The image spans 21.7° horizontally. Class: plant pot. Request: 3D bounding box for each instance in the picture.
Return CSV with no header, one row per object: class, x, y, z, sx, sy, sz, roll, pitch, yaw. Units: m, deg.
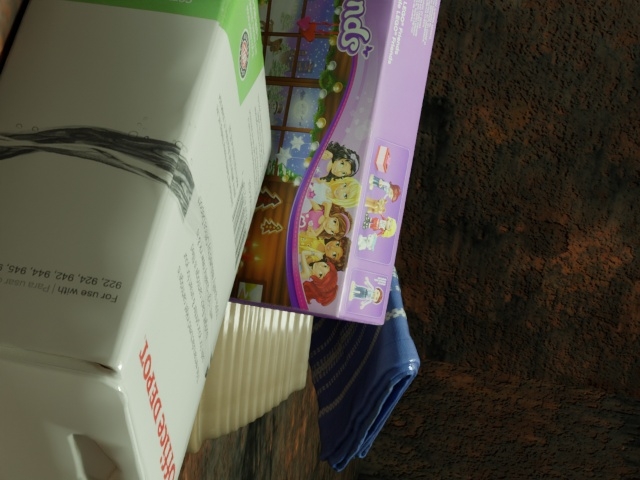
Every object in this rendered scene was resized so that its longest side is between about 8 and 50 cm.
plant pot,-0.059,0.052,1.301,0.237,0.109,0.237,7,90,-89

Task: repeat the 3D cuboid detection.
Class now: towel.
towel,0.000,0.000,1.379,0.243,0.040,0.336,114,-36,-62

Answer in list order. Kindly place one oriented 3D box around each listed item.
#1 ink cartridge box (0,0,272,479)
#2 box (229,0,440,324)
ink cartridge box,-0.114,-0.005,0.913,0.198,0.114,0.273,87,14,-56
box,-0.029,-0.103,1.099,0.057,0.200,0.293,14,84,-54
